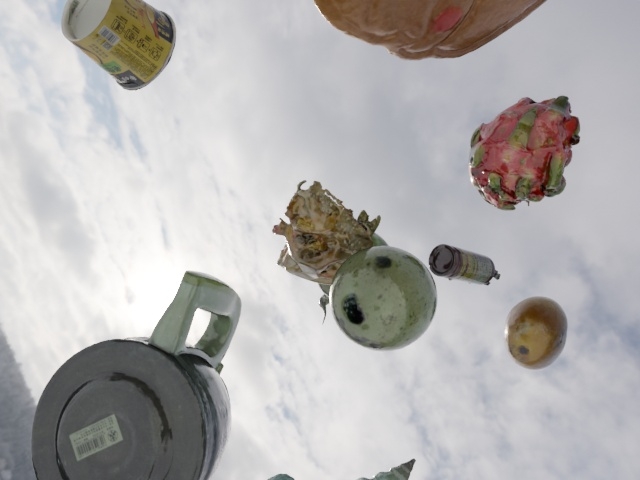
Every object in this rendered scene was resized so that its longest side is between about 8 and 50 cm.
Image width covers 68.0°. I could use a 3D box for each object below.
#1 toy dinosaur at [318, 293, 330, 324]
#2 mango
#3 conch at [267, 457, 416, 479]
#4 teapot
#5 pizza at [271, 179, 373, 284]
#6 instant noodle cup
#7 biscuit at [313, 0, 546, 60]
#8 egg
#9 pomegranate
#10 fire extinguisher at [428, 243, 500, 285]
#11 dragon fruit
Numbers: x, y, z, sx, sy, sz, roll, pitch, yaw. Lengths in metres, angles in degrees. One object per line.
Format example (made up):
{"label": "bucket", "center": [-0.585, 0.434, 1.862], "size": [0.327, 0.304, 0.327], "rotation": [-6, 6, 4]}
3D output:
{"label": "toy dinosaur", "center": [0.021, 0.168, 1.356], "size": [0.058, 0.180, 0.037], "rotation": [-38, -77, 18]}
{"label": "mango", "center": [0.575, 0.241, 1.260], "size": [0.146, 0.316, 0.193], "rotation": [18, -84, 30]}
{"label": "conch", "center": [-0.004, 0.205, 0.317], "size": [0.088, 0.180, 0.065], "rotation": [59, -17, -20]}
{"label": "teapot", "center": [-0.236, 0.214, 0.685], "size": [0.239, 0.239, 0.322], "rotation": [-5, -98, 9]}
{"label": "pizza", "center": [0.000, 0.000, 0.878], "size": [0.189, 0.071, 0.297], "rotation": [22, -33, 3]}
{"label": "instant noodle cup", "center": [-0.329, -0.342, 0.771], "size": [0.151, 0.122, 0.152], "rotation": [-6, -106, 22]}
{"label": "biscuit", "center": [0.186, -0.397, 0.659], "size": [0.350, 0.455, 0.078], "rotation": [-46, -125, 55]}
{"label": "egg", "center": [0.115, 0.097, 0.817], "size": [0.177, 0.228, 0.177], "rotation": [1, -89, 35]}
{"label": "pomegranate", "center": [0.084, 0.044, 1.166], "size": [0.211, 0.211, 0.263], "rotation": [37, -36, 29]}
{"label": "fire extinguisher", "center": [0.357, 0.053, 1.136], "size": [0.075, 0.252, 0.106], "rotation": [-54, -136, 27]}
{"label": "dragon fruit", "center": [0.497, -0.217, 1.156], "size": [0.237, 0.303, 0.231], "rotation": [41, -15, -21]}
